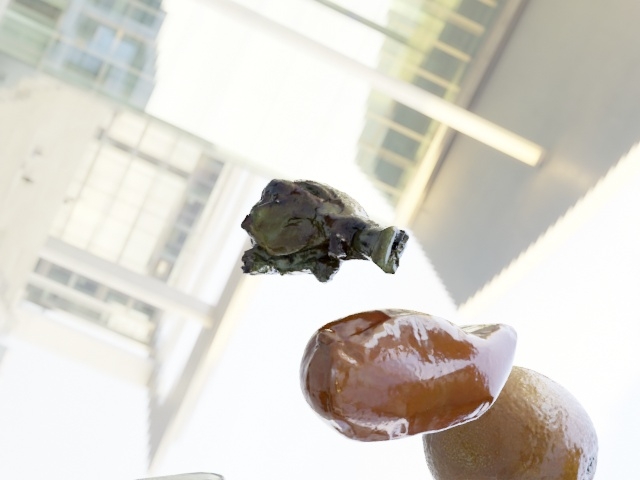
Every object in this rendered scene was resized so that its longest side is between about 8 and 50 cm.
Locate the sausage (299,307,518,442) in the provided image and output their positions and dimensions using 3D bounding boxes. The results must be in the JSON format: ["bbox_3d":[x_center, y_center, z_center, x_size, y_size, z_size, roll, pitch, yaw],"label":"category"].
[{"bbox_3d":[0.059,0.087,1.012,0.089,0.179,0.089,2,-87,51],"label":"sausage"}]

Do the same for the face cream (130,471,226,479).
[{"bbox_3d":[-0.065,0.321,0.822,0.086,0.135,0.385,-9,-95,35],"label":"face cream"}]

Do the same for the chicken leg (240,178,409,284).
[{"bbox_3d":[0.000,0.000,1.049,0.093,0.070,0.178,-38,-155,-22],"label":"chicken leg"}]

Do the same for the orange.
[{"bbox_3d":[0.222,0.240,1.785,0.206,0.206,0.206,-60,-166,26],"label":"orange"}]
